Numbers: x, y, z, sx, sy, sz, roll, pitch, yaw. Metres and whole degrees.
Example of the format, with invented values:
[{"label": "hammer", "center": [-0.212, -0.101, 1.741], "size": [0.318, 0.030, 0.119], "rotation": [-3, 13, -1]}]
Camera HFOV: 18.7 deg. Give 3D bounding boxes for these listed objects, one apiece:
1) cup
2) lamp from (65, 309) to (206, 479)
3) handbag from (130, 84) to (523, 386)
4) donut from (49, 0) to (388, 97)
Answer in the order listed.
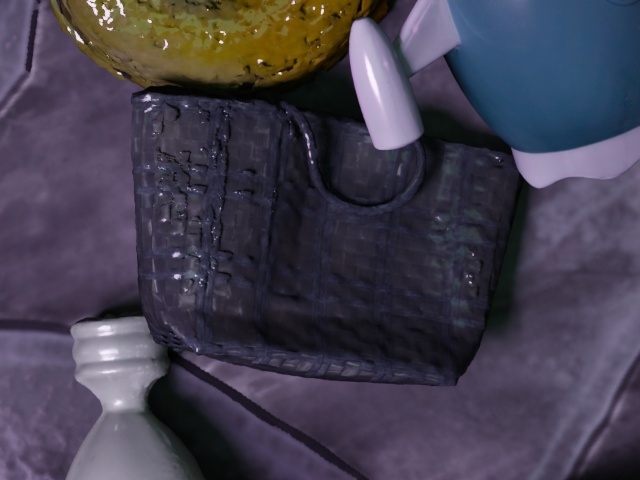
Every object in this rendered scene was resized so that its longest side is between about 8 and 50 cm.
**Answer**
[{"label": "cup", "center": [0.151, -0.131, 1.209], "size": [0.299, 0.167, 0.173], "rotation": [-28, 109, -23]}, {"label": "lamp", "center": [-0.124, 0.142, 1.259], "size": [0.106, 0.106, 0.193], "rotation": [-7, 84, 0]}, {"label": "handbag", "center": [0.000, 0.000, 1.234], "size": [0.270, 0.088, 0.175], "rotation": [10, 86, -20]}, {"label": "donut", "center": [-0.065, -0.217, 1.228], "size": [0.272, 0.107, 0.272], "rotation": [0, 97, 0]}]
